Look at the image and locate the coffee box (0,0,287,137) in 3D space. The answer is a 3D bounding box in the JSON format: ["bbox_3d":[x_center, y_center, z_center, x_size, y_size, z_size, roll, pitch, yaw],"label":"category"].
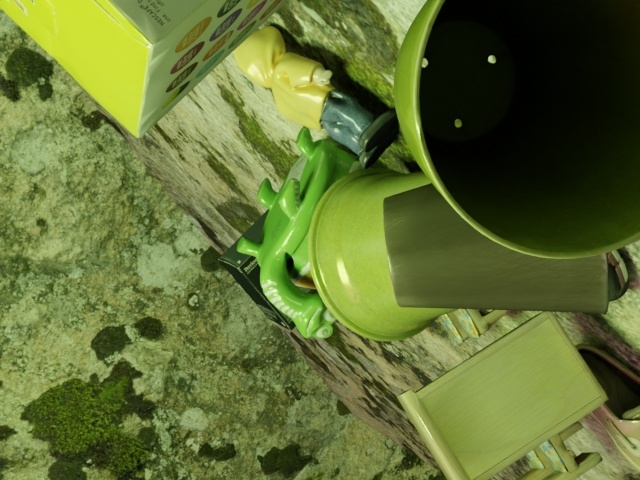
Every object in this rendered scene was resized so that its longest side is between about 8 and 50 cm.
[{"bbox_3d":[-0.202,-0.377,0.954,0.338,0.334,0.337,45,164,-4],"label":"coffee box"}]

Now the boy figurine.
[{"bbox_3d":[-0.013,-0.227,1.324,0.285,0.092,0.177,39,164,18],"label":"boy figurine"}]

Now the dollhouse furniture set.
[{"bbox_3d":[0.260,0.271,1.404,0.362,0.256,0.394,59,171,9],"label":"dollhouse furniture set"}]

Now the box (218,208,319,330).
[{"bbox_3d":[-0.044,0.017,1.705,0.103,0.261,0.184,20,151,56],"label":"box"}]

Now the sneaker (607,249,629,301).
[{"bbox_3d":[0.270,0.013,1.102,0.281,0.162,0.106,49,164,-15],"label":"sneaker"}]

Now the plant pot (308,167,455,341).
[{"bbox_3d":[0.162,0.002,1.235,0.276,0.276,0.254,48,152,-14],"label":"plant pot"}]

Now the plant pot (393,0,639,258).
[{"bbox_3d":[0.181,-0.147,0.811,0.275,0.274,0.293,48,180,-15],"label":"plant pot"}]

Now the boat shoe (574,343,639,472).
[{"bbox_3d":[0.501,0.278,1.323,0.302,0.109,0.098,44,166,20],"label":"boat shoe"}]

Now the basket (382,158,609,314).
[{"bbox_3d":[0.191,0.000,0.956,0.154,0.226,0.205,-67,-33,-71],"label":"basket"}]

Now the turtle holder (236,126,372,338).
[{"bbox_3d":[0.010,-0.017,1.453,0.227,0.243,0.320,27,-153,-16],"label":"turtle holder"}]
